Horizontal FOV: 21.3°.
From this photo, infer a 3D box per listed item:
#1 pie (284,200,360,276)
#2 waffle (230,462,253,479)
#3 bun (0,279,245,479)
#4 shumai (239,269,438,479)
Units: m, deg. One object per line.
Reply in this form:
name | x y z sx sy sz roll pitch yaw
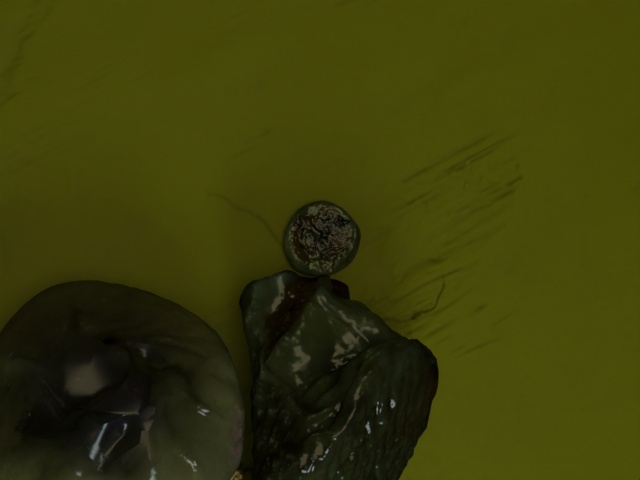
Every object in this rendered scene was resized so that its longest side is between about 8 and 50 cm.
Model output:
pie | 0.000 0.000 1.809 0.085 0.017 0.085 1 84 -11
waffle | -0.135 0.299 1.743 0.191 0.038 0.191 1 84 -11
bun | -0.203 0.160 1.662 0.272 0.168 0.273 0 67 0
shumai | -0.017 0.176 1.735 0.203 0.222 0.272 29 88 29
